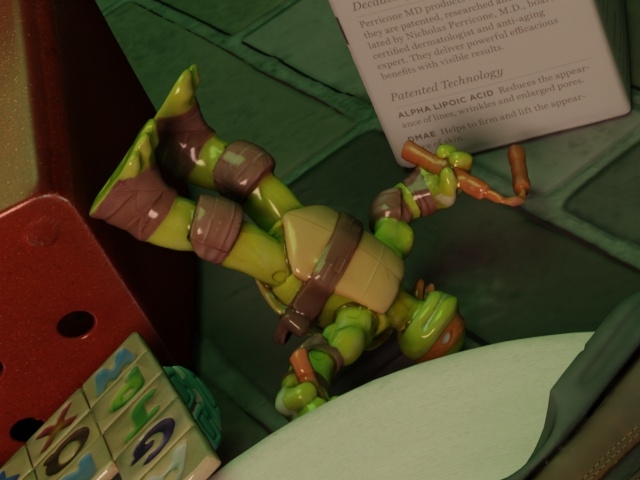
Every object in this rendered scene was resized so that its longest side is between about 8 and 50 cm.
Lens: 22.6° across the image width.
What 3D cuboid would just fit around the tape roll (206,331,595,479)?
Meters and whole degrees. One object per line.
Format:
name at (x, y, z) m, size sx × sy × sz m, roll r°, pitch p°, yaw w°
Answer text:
tape roll at (0.073, 0.192, 0.538) m, size 0.392 × 0.072 × 0.392 m, roll -14°, pitch 39°, yaw 12°

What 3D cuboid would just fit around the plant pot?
plant pot at (-0.213, -0.003, 0.921) m, size 0.267 × 0.267 × 0.236 m, roll -27°, pitch 45°, yaw -1°

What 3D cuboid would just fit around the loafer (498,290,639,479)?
loafer at (0.085, 0.116, 0.493) m, size 0.084 × 0.096 × 0.267 m, roll 15°, pitch 49°, yaw 31°

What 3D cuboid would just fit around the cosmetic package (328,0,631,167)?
cosmetic package at (0.094, -0.172, 0.987) m, size 0.151 × 0.184 × 0.151 m, roll -14°, pitch 35°, yaw 18°

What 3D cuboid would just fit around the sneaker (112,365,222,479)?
sneaker at (-0.114, 0.135, 0.806) m, size 0.076 × 0.065 × 0.166 m, roll -28°, pitch 14°, yaw 42°

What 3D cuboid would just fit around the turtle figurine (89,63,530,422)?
turtle figurine at (0.000, 0.000, 0.843) m, size 0.087 × 0.217 × 0.269 m, roll -52°, pitch 7°, yaw 48°

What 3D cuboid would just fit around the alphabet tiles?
alphabet tiles at (-0.148, 0.150, 0.712) m, size 0.237 × 0.009 × 0.198 m, roll -45°, pitch 19°, yaw -3°
